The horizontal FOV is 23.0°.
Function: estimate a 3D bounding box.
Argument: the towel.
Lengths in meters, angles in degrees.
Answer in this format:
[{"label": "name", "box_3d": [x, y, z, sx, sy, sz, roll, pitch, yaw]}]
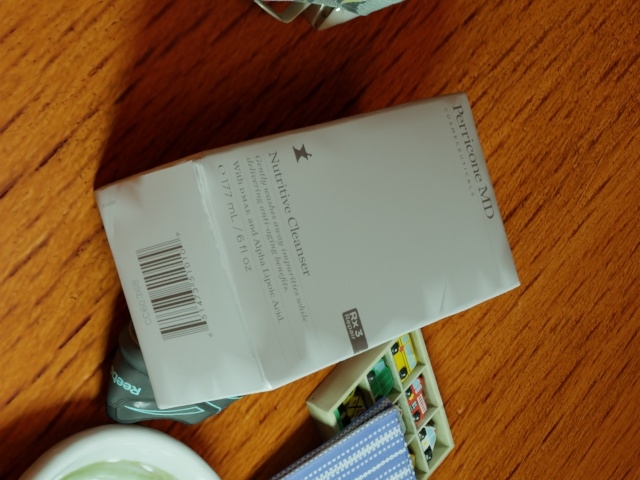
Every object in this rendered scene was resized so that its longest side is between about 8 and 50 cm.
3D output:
[{"label": "towel", "box_3d": [0.017, 0.354, 1.853, 0.243, 0.040, 0.336, -32, 135, -17]}]

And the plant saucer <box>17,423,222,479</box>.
[{"label": "plant saucer", "box_3d": [-0.202, 0.375, 1.473, 0.400, 0.100, 0.400, 22, 63, -51]}]

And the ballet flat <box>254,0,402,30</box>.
[{"label": "ballet flat", "box_3d": [-0.008, -0.237, 1.471, 0.221, 0.077, 0.079, 2, 127, -48]}]

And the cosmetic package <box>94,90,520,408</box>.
[{"label": "cosmetic package", "box_3d": [0.000, 0.000, 1.476, 0.385, 0.156, 0.217, -21, 94, -45]}]

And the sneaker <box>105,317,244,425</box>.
[{"label": "sneaker", "box_3d": [-0.106, 0.118, 1.548, 0.267, 0.101, 0.106, -2, 126, -47]}]

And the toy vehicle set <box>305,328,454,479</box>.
[{"label": "toy vehicle set", "box_3d": [0.076, 0.220, 1.882, 0.166, 0.035, 0.267, -47, 141, -25]}]
